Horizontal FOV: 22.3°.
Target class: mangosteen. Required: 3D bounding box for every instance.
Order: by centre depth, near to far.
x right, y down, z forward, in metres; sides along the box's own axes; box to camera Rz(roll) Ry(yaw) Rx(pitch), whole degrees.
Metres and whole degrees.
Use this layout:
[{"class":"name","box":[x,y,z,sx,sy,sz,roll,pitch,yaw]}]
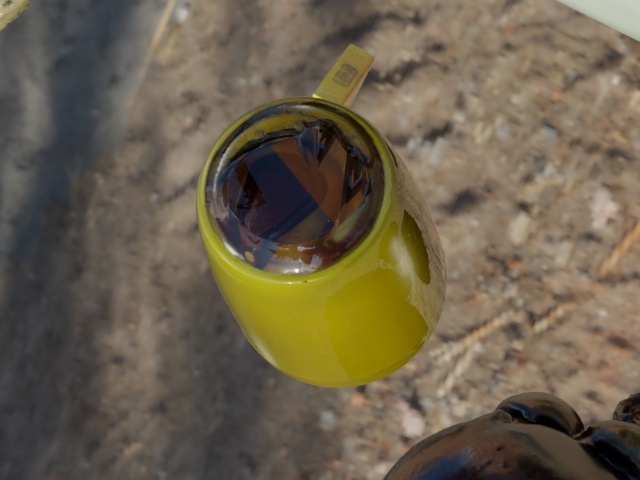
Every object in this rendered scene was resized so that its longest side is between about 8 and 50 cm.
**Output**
[{"class":"mangosteen","box":[0.200,0.280,1.438,0.347,0.307,0.307,-41,29,-20]}]

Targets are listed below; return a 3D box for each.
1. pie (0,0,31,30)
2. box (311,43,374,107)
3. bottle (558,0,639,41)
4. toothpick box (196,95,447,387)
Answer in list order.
[{"class":"pie","box":[-0.245,-0.205,0.761,0.337,0.337,0.075,-58,33,16]},{"class":"box","box":[-0.025,-0.087,1.878,0.269,0.043,0.152,-62,-3,34]},{"class":"bottle","box":[0.347,-0.265,1.720,0.104,0.245,0.104,-59,-10,-18]},{"class":"toothpick box","box":[0.000,0.000,1.206,0.175,0.271,0.175,-2,72,8]}]
